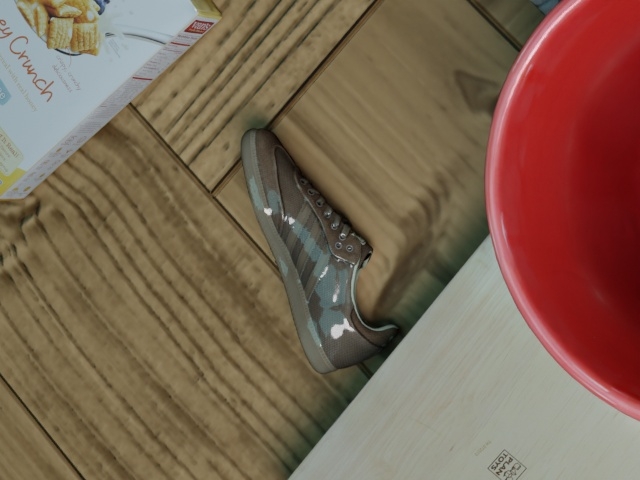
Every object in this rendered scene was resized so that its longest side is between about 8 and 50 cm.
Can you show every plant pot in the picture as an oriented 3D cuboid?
[{"bbox_3d":[0.261,-0.032,0.875,0.274,0.243,0.275,1,93,25],"label":"plant pot"}]

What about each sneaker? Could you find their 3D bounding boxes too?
[{"bbox_3d":[0.000,0.000,1.108,0.071,0.066,0.188,-19,89,8],"label":"sneaker"}]

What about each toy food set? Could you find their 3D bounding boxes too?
[{"bbox_3d":[0.137,0.144,1.037,0.219,0.092,0.306,40,109,6],"label":"toy food set"}]

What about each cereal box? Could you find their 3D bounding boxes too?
[{"bbox_3d":[-0.214,-0.170,1.199,0.240,0.047,0.173,-40,76,21],"label":"cereal box"}]

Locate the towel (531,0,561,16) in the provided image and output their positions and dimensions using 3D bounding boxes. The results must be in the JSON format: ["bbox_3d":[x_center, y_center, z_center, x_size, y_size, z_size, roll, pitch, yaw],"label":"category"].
[{"bbox_3d":[0.167,-0.278,0.909,0.235,0.283,0.121,-41,37,15],"label":"towel"}]
